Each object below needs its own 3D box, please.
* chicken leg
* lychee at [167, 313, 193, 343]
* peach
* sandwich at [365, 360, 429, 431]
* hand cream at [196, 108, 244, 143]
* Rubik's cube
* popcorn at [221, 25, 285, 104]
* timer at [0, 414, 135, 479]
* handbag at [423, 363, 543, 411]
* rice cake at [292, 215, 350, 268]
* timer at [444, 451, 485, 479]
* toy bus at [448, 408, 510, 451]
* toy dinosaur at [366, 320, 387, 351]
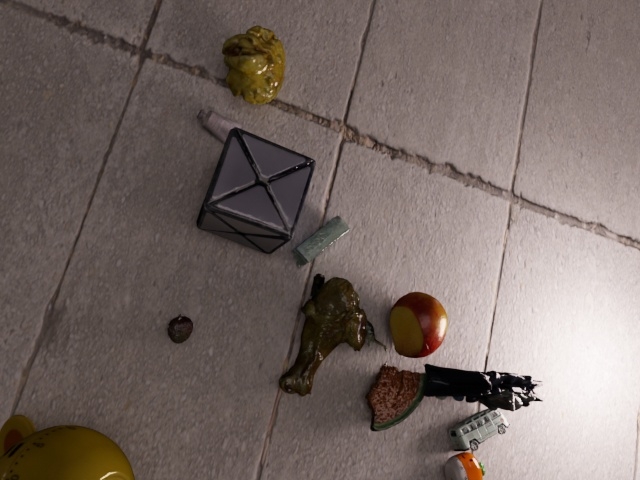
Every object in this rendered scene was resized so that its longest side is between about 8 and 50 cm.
[{"bbox_3d":[0.025,0.288,1.670,0.211,0.140,0.361,16,85,6],"label":"chicken leg"},{"bbox_3d":[-0.388,0.244,1.571,0.067,0.068,0.084,12,94,14],"label":"lychee"},{"bbox_3d":[0.293,0.260,1.734,0.190,0.190,0.192,42,70,-7],"label":"peach"},{"bbox_3d":[0.218,0.481,1.728,0.159,0.079,0.235,33,68,1],"label":"sandwich"},{"bbox_3d":[-0.309,-0.348,1.725,0.142,0.053,0.084,31,72,-27],"label":"hand cream"},{"bbox_3d":[-0.189,-0.135,1.608,0.254,0.260,0.260,20,72,-15],"label":"Rubik's cube"},{"bbox_3d":[-0.194,-0.530,1.711,0.200,0.203,0.226,42,88,4],"label":"popcorn"},{"bbox_3d":[-0.634,0.603,1.304,0.386,0.376,0.377,-5,78,25],"label":"timer"},{"bbox_3d":[0.494,0.440,1.682,0.325,0.269,0.119,14,74,-35],"label":"handbag"},{"bbox_3d":[0.000,0.000,1.747,0.206,0.063,0.069,-36,90,-21],"label":"rice cake"},{"bbox_3d":[0.452,0.716,1.742,0.136,0.099,0.136,-3,101,-17],"label":"timer"},{"bbox_3d":[0.500,0.594,1.791,0.193,0.087,0.089,-20,77,-19],"label":"toy bus"},{"bbox_3d":[0.142,0.280,1.758,0.058,0.037,0.180,-39,101,-44],"label":"toy dinosaur"}]
